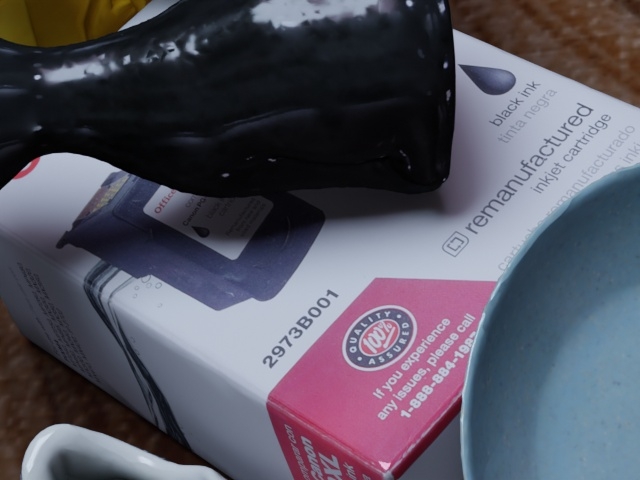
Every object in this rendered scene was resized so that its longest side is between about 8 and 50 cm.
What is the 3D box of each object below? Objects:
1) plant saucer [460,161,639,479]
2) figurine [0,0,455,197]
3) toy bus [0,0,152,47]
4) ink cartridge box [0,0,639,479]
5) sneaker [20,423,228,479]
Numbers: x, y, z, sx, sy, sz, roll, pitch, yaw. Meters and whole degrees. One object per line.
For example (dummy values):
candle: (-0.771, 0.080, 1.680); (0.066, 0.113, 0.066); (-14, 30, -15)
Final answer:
plant saucer: (0.130, 0.069, 0.555); (0.195, 0.037, 0.195); (4, 75, -16)
figurine: (-0.075, -0.100, 0.608); (0.209, 0.092, 0.215); (-6, 47, -5)
toy bus: (-0.152, -0.144, 0.812); (0.220, 0.149, 0.211); (26, 49, 36)
ink cartridge box: (0.000, 0.000, 0.658); (0.237, 0.100, 0.172); (29, 63, 34)
sneaker: (-0.006, 0.137, 0.550); (0.235, 0.095, 0.090); (23, 59, 30)
